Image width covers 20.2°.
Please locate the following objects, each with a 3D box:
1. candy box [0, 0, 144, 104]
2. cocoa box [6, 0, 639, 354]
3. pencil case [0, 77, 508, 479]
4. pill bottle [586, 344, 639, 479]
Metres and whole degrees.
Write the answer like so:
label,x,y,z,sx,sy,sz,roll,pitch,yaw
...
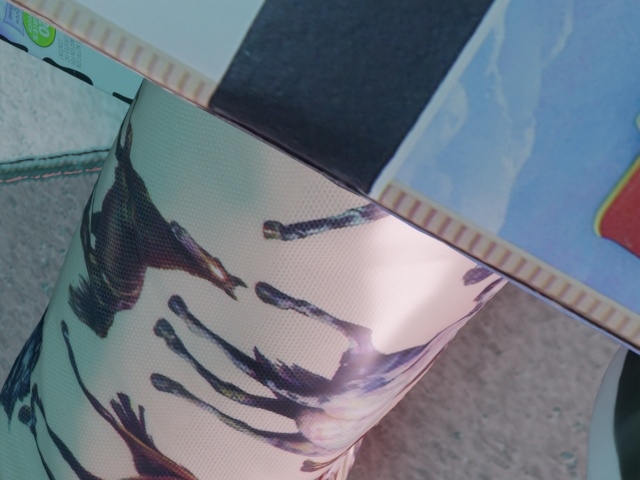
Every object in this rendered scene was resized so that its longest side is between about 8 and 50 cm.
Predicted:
label,x,y,z,sx,sy,sz,roll,pitch,yaw
candy box,-0.114,-0.168,0.790,0.196,0.070,0.165,27,129,29
cocoa box,0.119,-0.174,0.364,0.228,0.231,0.347,29,120,-5
pencil case,0.000,0.000,0.715,0.183,0.160,0.410,36,134,3
pill bottle,0.237,0.018,0.490,0.188,0.188,0.334,50,136,8
